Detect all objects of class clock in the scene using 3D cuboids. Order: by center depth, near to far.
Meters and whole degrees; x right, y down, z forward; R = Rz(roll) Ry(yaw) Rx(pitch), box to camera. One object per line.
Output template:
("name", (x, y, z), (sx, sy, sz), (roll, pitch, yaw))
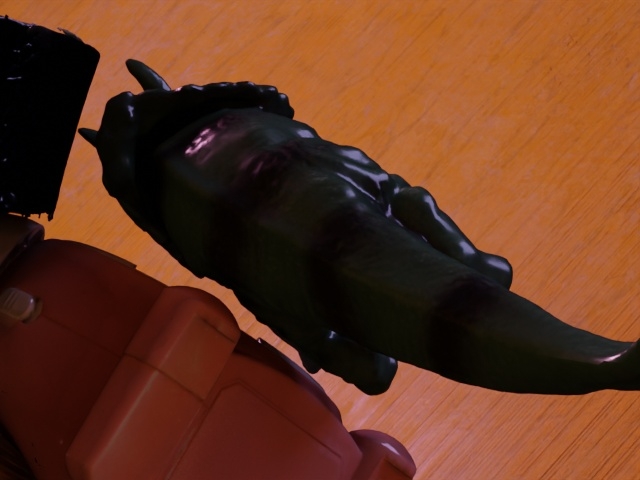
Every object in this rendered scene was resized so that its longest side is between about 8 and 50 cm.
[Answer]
("clock", (-0.070, 0.065, 0.525), (0.162, 0.093, 0.166), (22, -14, 47))

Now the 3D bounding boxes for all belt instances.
("belt", (-0.162, -0.062, 0.512), (0.151, 0.078, 0.198), (13, 5, -34))

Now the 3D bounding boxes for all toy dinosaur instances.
("toy dinosaur", (0.009, 0.007, 0.475), (0.292, 0.079, 0.120), (31, -4, 41))
